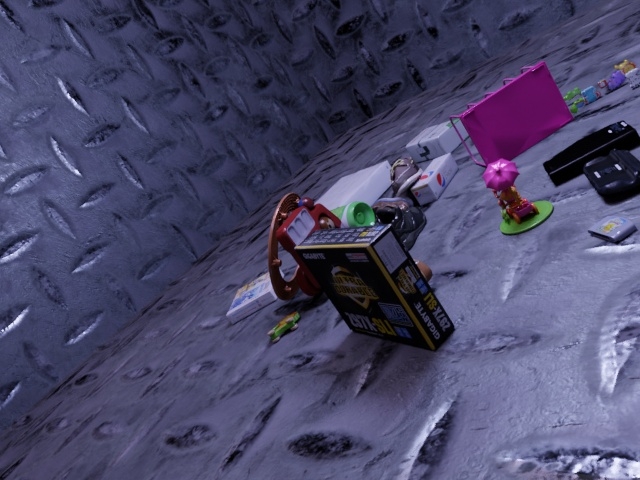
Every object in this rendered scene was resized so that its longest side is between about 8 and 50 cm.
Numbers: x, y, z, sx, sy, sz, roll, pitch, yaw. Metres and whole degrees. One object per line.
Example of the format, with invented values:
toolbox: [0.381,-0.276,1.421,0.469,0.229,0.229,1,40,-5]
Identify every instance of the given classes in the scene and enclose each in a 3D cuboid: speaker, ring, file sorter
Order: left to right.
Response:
ring: [-0.085,0.020,1.775,0.032,0.336,0.336,3,29,18]
speaker: [0.052,-0.050,2.014,0.297,0.131,0.131,-17,23,48]
file sorter: [0.584,-0.389,1.794,0.291,0.202,0.182,-33,14,5]

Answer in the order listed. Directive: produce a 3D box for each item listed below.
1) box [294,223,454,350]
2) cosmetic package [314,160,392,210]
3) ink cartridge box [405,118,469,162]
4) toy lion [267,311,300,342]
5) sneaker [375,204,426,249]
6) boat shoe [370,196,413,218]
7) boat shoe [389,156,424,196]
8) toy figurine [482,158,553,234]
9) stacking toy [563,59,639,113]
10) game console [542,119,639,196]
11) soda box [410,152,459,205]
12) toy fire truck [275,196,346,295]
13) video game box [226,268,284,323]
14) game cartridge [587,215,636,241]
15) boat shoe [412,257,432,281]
box: [0.103,0.094,1.215,0.079,0.257,0.322,-42,18,-22]
cosmetic package: [0.099,-0.157,2.293,0.284,0.097,0.377,-18,22,51]
ink cartridge box: [0.466,-0.398,2.282,0.153,0.087,0.208,-41,17,-23]
toy lion: [-0.102,0.241,1.631,0.100,0.034,0.096,-34,8,1]
sneaker: [0.237,-0.068,1.677,0.087,0.130,0.227,-21,18,36]
boat shoe: [0.225,-0.103,1.925,0.183,0.066,0.066,-16,25,49]
boat shoe: [0.289,-0.232,1.993,0.116,0.096,0.324,-43,-1,20]
toy figurine: [0.443,-0.121,1.347,0.130,0.159,0.173,-32,15,10]
stacking toy: [0.862,-0.464,1.744,0.221,0.052,0.167,-29,14,27]
game console: [0.644,-0.174,1.319,0.213,0.044,0.361,-30,15,22]
soda box: [0.384,-0.207,1.905,0.074,0.069,0.216,-19,22,44]
toy fire truck: [0.000,0.000,1.718,0.169,0.254,0.302,-24,18,32]
video game box: [-0.226,0.190,2.007,0.187,0.048,0.205,-28,16,13]
game cartridge: [0.557,-0.024,1.089,0.056,0.017,0.083,-31,15,-2]
boat shoe: [0.161,0.084,1.423,0.120,0.122,0.324,-34,22,-18]
